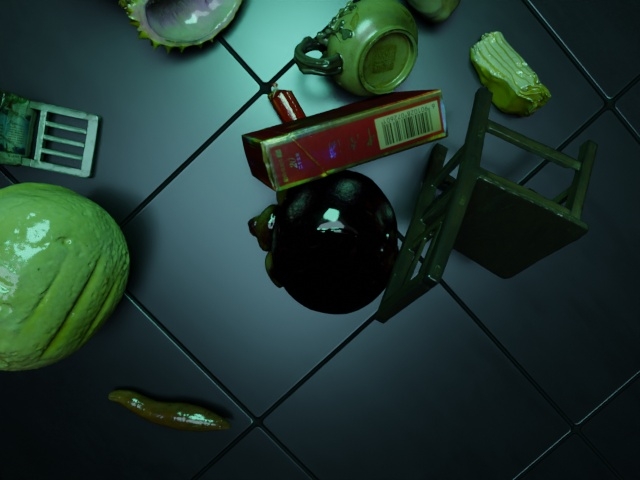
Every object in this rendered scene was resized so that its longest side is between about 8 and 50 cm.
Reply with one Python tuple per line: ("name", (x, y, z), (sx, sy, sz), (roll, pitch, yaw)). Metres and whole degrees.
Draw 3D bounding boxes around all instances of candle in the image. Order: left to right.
("candle", (-0.060, -0.253, 0.927), (0.052, 0.052, 0.130), (-32, 96, 2))

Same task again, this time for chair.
("chair", (-0.580, -0.206, 0.871), (0.270, 0.147, 0.136), (13, 95, -2))
("chair", (0.288, -0.020, 0.790), (0.241, 0.203, 0.416), (27, 58, -5))

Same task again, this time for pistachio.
("pistachio", (0.201, -0.503, 0.879), (0.124, 0.124, 0.185), (-23, 81, 1))

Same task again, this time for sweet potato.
("sweet potato", (-0.317, 0.365, 0.988), (0.265, 0.057, 0.057), (12, 96, -1))

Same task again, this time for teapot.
("teapot", (0.069, -0.365, 0.869), (0.269, 0.182, 0.173), (-19, 141, -16))

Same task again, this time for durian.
("durian", (-0.234, -0.461, 0.863), (0.260, 0.154, 0.186), (-28, 118, -1))

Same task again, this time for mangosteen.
("mangosteen", (0.002, 0.002, 0.868), (0.288, 0.233, 0.287), (0, 126, 1))

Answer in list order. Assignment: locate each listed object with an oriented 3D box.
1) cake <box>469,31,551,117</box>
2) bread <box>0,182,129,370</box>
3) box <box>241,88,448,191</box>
("cake", (0.361, -0.317, 0.904), (0.080, 0.116, 0.185), (-23, 101, 3))
("bread", (-0.494, 0.064, 0.823), (0.237, 0.320, 0.320), (27, 95, 3))
("box", (0.033, -0.182, 0.825), (0.313, 0.197, 0.089), (-19, 111, -13))
